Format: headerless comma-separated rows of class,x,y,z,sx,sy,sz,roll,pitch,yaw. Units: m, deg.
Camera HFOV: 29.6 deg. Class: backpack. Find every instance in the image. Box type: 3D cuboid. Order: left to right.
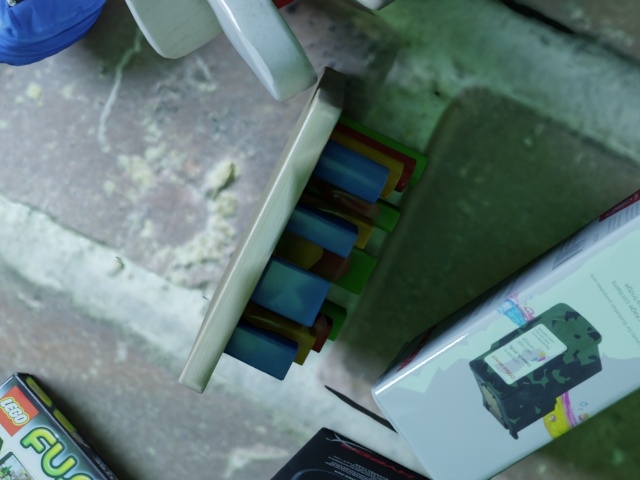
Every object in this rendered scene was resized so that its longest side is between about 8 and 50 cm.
backpack,-0.183,-0.167,0.710,0.098,0.101,0.120,-33,96,-21

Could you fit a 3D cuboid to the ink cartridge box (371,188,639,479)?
ink cartridge box,0.127,0.049,0.646,0.175,0.127,0.072,-36,89,17

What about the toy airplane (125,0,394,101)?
toy airplane,-0.078,-0.250,0.553,0.386,0.384,0.272,43,100,0

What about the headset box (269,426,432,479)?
headset box,0.038,0.221,0.604,0.218,0.293,0.110,25,102,10

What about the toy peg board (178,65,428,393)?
toy peg board,0.000,0.000,0.667,0.079,0.160,0.161,25,103,-5

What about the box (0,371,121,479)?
box,-0.166,0.198,0.773,0.114,0.036,0.207,-41,84,-4
